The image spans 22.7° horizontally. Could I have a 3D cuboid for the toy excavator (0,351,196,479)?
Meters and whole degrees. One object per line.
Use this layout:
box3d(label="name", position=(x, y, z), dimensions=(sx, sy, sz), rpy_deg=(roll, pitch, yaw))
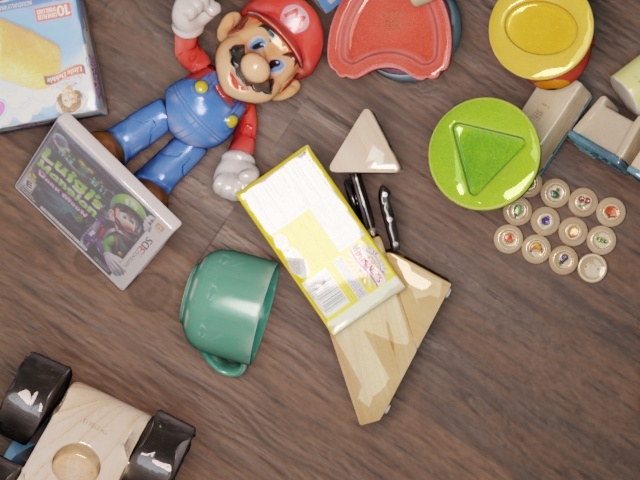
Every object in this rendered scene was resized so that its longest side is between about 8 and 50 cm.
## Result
box3d(label="toy excavator", position=(-0.351, 0.424, 1.918), dimensions=(0.222, 0.445, 0.433), rpy_deg=(24, 52, 1))

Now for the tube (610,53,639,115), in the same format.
box3d(label="tube", position=(0.465, -0.244, 1.937), dimensions=(0.240, 0.062, 0.070), rpy_deg=(-35, 132, -2))

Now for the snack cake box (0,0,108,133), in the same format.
box3d(label="snack cake box", position=(-0.403, -0.202, 1.917), dimensions=(0.264, 0.089, 0.152), rpy_deg=(-11, 91, 1))

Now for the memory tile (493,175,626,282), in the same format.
box3d(label="memory tile", position=(0.296, -0.018, 1.972), dimensions=(0.148, 0.012, 0.113), rpy_deg=(19, 93, 0))

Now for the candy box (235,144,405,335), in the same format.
box3d(label="candy box", position=(0.000, 0.000, 1.883), dimensions=(0.105, 0.027, 0.206), rpy_deg=(-34, 92, 0))

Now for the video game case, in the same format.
box3d(label="video game case", position=(-0.271, -0.044, 1.918), dimensions=(0.190, 0.173, 0.022), rpy_deg=(44, 51, -1))

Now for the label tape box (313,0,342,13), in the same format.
box3d(label="label tape box", position=(-0.006, -0.466, 1.892), dimensions=(0.241, 0.106, 0.333), rpy_deg=(-40, 58, 3))

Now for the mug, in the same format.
box3d(label="mug", position=(-0.117, 0.089, 1.927), dimensions=(0.097, 0.129, 0.157), rpy_deg=(16, 93, 3))

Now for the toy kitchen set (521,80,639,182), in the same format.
box3d(label="toy kitchen set", position=(0.355, -0.090, 1.944), dimensions=(0.207, 0.166, 0.122), rpy_deg=(36, 93, 36))

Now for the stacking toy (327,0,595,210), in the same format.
box3d(label="stacking toy", position=(0.165, -0.181, 1.903), dimensions=(0.309, 0.130, 0.279), rpy_deg=(12, 90, 18))

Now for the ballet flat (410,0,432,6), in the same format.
box3d(label="ballet flat", position=(0.175, -0.366, 1.781), dimensions=(0.086, 0.086, 0.248), rpy_deg=(22, 107, 0))

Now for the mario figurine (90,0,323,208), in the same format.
box3d(label="mario figurine", position=(-0.130, -0.169, 1.887), dimensions=(0.320, 0.198, 0.170), rpy_deg=(-42, 51, 9))

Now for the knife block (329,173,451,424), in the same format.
box3d(label="knife block", position=(0.025, 0.053, 1.944), dimensions=(0.242, 0.088, 0.275), rpy_deg=(27, 93, 1))
